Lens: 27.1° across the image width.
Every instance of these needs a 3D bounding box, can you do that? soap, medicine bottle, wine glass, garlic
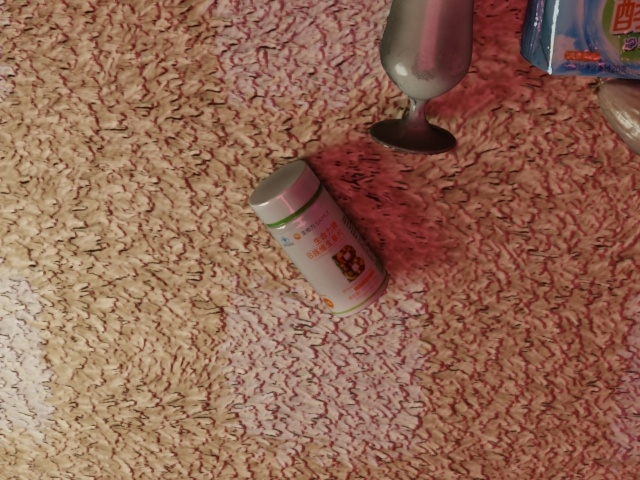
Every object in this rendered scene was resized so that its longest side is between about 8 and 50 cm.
[{"bbox_3d":[0.367,-0.250,1.428,0.293,0.077,0.156,2,119,4],"label":"soap"},{"bbox_3d":[0.000,0.000,1.590,0.086,0.086,0.183,-30,113,19],"label":"medicine bottle"},{"bbox_3d":[0.116,-0.218,1.455,0.103,0.103,0.231,7,115,1],"label":"wine glass"},{"bbox_3d":[0.396,-0.125,1.479,0.195,0.101,0.087,19,120,-5],"label":"garlic"}]
